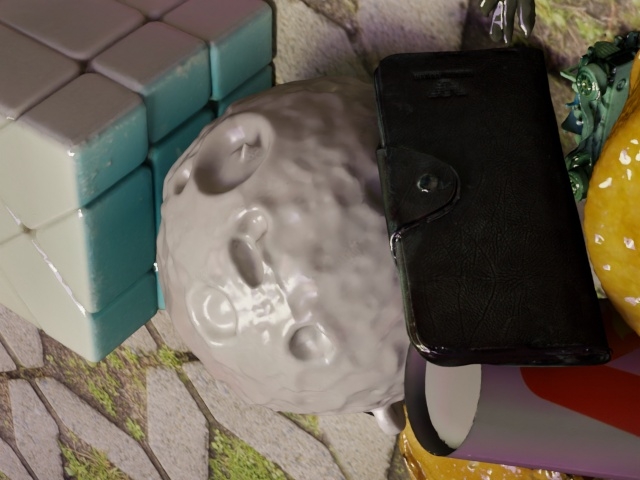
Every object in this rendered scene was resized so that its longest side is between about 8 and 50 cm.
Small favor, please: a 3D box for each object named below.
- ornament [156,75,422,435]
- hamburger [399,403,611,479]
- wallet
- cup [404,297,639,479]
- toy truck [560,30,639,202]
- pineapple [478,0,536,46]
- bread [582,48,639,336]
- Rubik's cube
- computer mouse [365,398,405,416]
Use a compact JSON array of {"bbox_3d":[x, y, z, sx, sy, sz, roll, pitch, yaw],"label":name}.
[{"bbox_3d":[0.000,0.000,1.308,0.337,0.337,0.337,26,138,26],"label":"ornament"},{"bbox_3d":[0.206,0.225,1.463,0.244,0.163,0.244,21,128,29],"label":"hamburger"},{"bbox_3d":[0.138,-0.038,1.146,0.172,0.318,0.045,0,148,-8],"label":"wallet"},{"bbox_3d":[0.233,0.130,1.198,0.203,0.288,0.203,-175,90,-66],"label":"cup"},{"bbox_3d":[0.243,-0.112,1.195,0.078,0.080,0.154,46,149,39],"label":"toy truck"},{"bbox_3d":[0.196,-0.286,1.035,0.169,0.169,0.340,38,150,13],"label":"pineapple"},{"bbox_3d":[0.384,-0.019,1.032,0.358,0.204,0.337,12,137,34],"label":"bread"},{"bbox_3d":[-0.265,-0.120,1.487,0.319,0.316,0.322,28,137,24],"label":"Rubik's cube"},{"bbox_3d":[0.066,0.162,1.623,0.192,0.062,0.106,28,138,16],"label":"computer mouse"}]
